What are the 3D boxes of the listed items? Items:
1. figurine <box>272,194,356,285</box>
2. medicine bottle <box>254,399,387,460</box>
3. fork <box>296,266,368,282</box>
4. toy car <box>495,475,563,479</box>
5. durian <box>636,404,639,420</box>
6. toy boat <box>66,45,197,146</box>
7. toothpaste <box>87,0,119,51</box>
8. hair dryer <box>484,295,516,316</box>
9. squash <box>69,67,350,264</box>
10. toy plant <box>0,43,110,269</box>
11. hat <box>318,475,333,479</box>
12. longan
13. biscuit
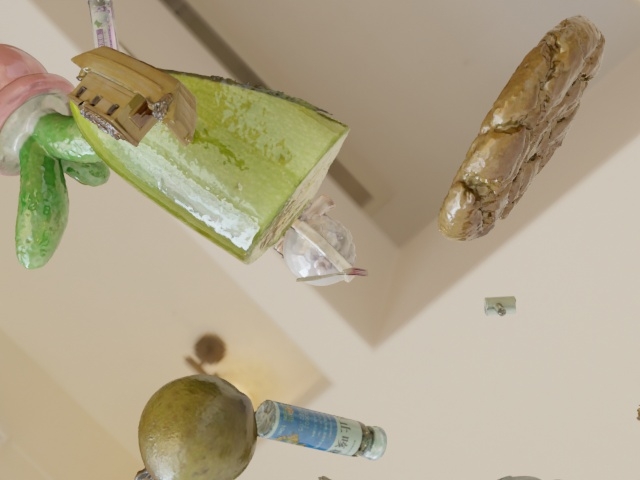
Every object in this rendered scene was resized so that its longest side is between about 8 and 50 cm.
[{"bbox_3d":[-0.003,0.003,1.902,0.141,0.162,0.237,-45,-166,1],"label":"figurine"},{"bbox_3d":[0.001,0.250,1.442,0.051,0.191,0.051,-29,-127,46],"label":"medicine bottle"},{"bbox_3d":[0.018,0.055,1.732,0.115,0.012,0.016,-6,-138,5],"label":"fork"},{"bbox_3d":[0.288,0.481,1.564,0.212,0.270,0.180,-24,164,-27],"label":"toy car"},{"bbox_3d":[0.547,0.272,1.568,0.132,0.165,0.182,-5,168,-10],"label":"durian"},{"bbox_3d":[-0.191,-0.139,1.095,0.200,0.057,0.077,29,-104,42],"label":"toy boat"},{"bbox_3d":[-0.348,-0.304,1.813,0.040,0.196,0.047,-10,174,2],"label":"toothpaste"},{"bbox_3d":[0.360,0.134,2.179,0.063,0.037,0.124,-5,-177,4],"label":"hair dryer"},{"bbox_3d":[-0.160,-0.130,1.436,0.210,0.309,0.233,-49,174,-29],"label":"squash"},{"bbox_3d":[-0.518,-0.170,1.961,0.317,0.356,0.211,-52,162,12],"label":"toy plant"},{"bbox_3d":[-0.007,0.475,1.594,0.214,0.149,0.244,-19,142,-59],"label":"hat"},{"bbox_3d":[-0.157,0.241,1.327,0.176,0.145,0.155,-42,152,5],"label":"longan"},{"bbox_3d":[0.174,-0.091,0.932,0.226,0.042,0.226,-50,164,-20],"label":"biscuit"}]
